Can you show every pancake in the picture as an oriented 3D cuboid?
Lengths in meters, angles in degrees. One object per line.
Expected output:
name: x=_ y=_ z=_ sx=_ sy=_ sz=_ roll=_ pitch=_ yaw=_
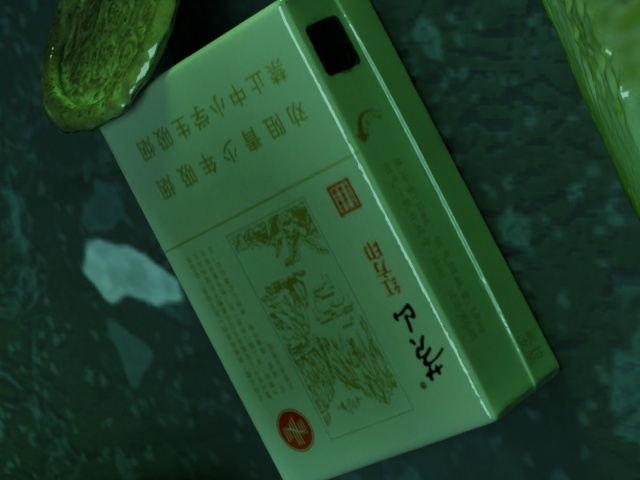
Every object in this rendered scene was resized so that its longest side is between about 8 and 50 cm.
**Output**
pancake: x=-0.097 y=-0.102 z=0.842 sx=0.115 sy=0.011 sz=0.115 roll=-27 pitch=52 yaw=41

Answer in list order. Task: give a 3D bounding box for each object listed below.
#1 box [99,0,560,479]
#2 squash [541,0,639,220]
box: x=0.000 y=0.000 z=0.818 sx=0.141 sy=0.058 sz=0.201 roll=-28 pitch=91 yaw=43
squash: x=0.083 y=-0.125 z=0.644 sx=0.289 sy=0.203 sz=0.111 roll=35 pitch=170 yaw=18
